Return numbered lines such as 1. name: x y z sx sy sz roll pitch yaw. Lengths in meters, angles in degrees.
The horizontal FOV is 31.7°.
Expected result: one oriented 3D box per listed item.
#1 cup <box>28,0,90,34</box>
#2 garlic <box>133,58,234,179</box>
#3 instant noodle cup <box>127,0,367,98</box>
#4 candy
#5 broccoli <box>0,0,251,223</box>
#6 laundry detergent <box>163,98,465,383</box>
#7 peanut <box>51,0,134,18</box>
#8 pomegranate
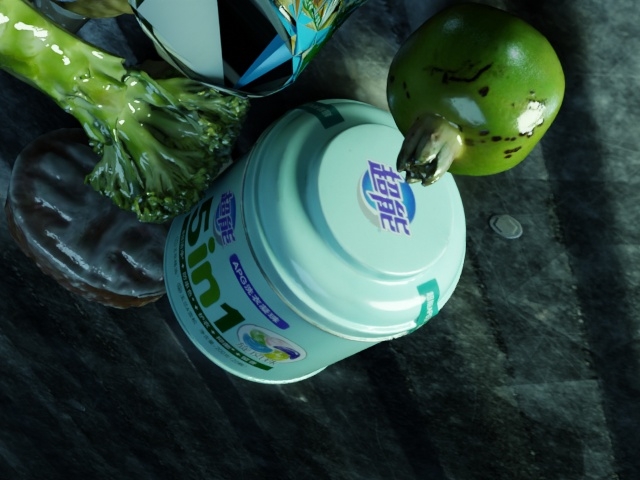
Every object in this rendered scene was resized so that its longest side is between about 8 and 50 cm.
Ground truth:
1. cup: -0.328 -0.298 1.383 0.102 0.074 0.099 36 148 -20
2. garlic: -0.190 -0.118 1.526 0.148 0.129 0.266 11 156 47
3. instant noodle cup: -0.066 -0.266 1.129 0.240 0.178 0.240 20 146 14
4. candy: -0.313 -0.028 1.616 0.289 0.214 0.157 37 153 -11
5. broccoli: -0.230 -0.166 1.239 0.252 0.221 0.361 29 177 22
6. laundry detergent: 0.000 0.000 1.343 0.287 0.287 0.305 38 147 -13
7. peanut: -0.309 -0.341 1.254 0.291 0.143 0.159 18 136 9
8. pomegranate: 0.142 -0.131 1.120 0.180 0.210 0.180 24 150 15
